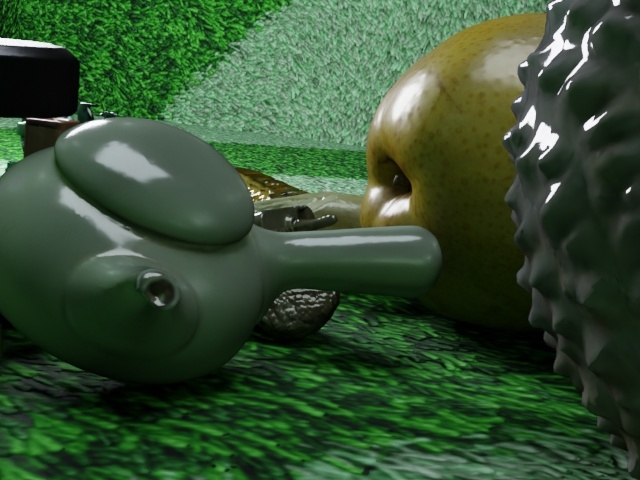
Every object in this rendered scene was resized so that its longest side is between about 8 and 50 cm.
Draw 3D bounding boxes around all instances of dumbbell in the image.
[{"bbox_3d":[-0.274,-0.051,0.798,0.153,0.218,0.152,6,11,-1],"label":"dumbbell"}]

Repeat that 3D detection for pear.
[{"bbox_3d":[0.188,-0.055,0.906,0.315,0.314,0.314,6,10,-1],"label":"pear"}]

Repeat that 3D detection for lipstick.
[{"bbox_3d":[-0.271,-0.049,1.006,0.045,0.145,0.045,8,11,12],"label":"lipstick"}]

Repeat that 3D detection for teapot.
[{"bbox_3d":[-0.086,0.000,0.735,0.318,0.149,0.220,-3,40,-49],"label":"teapot"}]

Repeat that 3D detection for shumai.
[{"bbox_3d":[-0.029,0.054,0.844,0.083,0.082,0.080,-13,-25,-12],"label":"shumai"}]

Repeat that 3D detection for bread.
[{"bbox_3d":[-0.078,-0.038,1.239,0.087,0.098,0.269,47,-7,-21],"label":"bread"}]

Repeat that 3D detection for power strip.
[{"bbox_3d":[-0.103,0.004,0.892,0.268,0.034,0.092,-11,0,28],"label":"power strip"}]

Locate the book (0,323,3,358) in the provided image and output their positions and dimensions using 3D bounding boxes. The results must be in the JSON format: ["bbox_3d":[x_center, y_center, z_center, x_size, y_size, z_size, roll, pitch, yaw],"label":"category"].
[{"bbox_3d":[-0.350,0.057,0.673,0.231,0.026,0.161,11,13,30],"label":"book"}]

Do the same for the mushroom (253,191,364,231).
[{"bbox_3d":[0.001,-0.003,1.047,0.333,0.107,0.087,5,43,-15],"label":"mushroom"}]

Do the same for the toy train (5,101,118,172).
[{"bbox_3d":[-0.288,-0.078,1.146,0.115,0.154,0.269,1,11,-33],"label":"toy train"}]

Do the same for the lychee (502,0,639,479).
[{"bbox_3d":[0.282,-0.027,0.525,0.381,0.380,0.432,8,-10,12],"label":"lychee"}]
